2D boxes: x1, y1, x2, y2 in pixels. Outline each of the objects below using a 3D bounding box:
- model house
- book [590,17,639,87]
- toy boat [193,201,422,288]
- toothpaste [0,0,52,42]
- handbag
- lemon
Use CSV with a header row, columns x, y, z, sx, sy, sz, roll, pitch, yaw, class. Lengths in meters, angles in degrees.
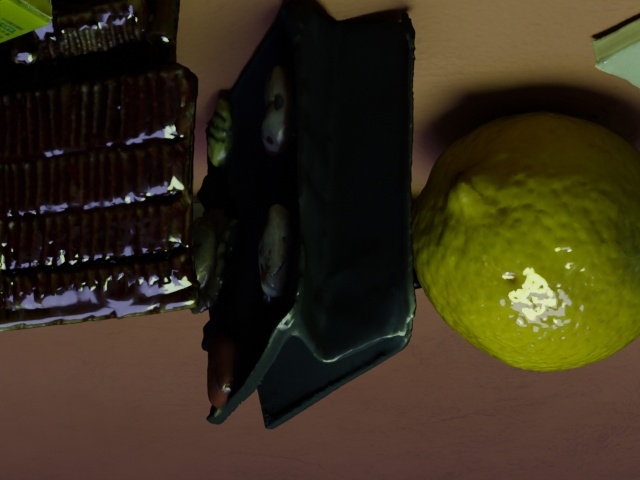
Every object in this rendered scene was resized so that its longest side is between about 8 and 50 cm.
x,y,z,sx,sy,sz,roll,pitch,yaw,class
-0.238,-0.066,1.420,0.317,0.282,0.297,-3,159,6,model house
0.407,-0.149,1.532,0.289,0.026,0.201,22,148,-35,book
0.000,0.000,1.860,0.299,0.092,0.134,-1,161,-3,toy boat
-0.346,-0.185,1.353,0.327,0.110,0.077,-15,152,32,toothpaste
-0.032,-0.014,1.529,0.122,0.303,0.329,8,158,-20,handbag
0.212,0.001,1.657,0.267,0.267,0.267,0,158,0,lemon
